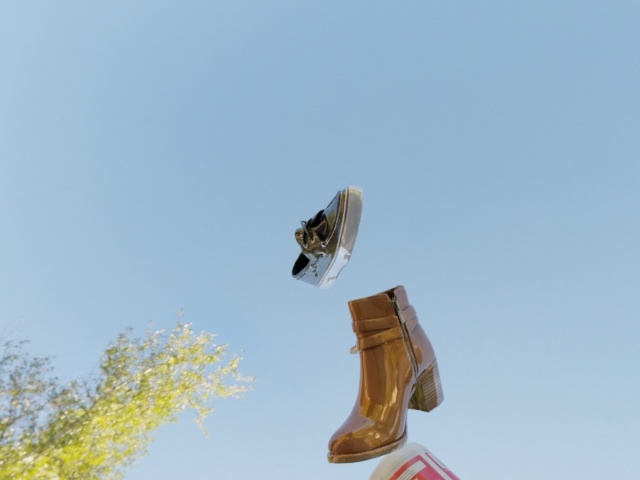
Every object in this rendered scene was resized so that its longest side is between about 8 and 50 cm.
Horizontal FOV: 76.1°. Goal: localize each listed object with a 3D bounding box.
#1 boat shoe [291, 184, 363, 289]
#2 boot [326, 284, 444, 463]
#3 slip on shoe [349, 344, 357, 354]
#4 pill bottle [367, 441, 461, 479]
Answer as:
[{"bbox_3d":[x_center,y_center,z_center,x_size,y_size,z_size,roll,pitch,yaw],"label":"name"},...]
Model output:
[{"bbox_3d":[0.000,0.000,0.578,0.076,0.228,0.080,10,-119,-7],"label":"boat shoe"},{"bbox_3d":[0.091,0.201,0.664,0.109,0.283,0.220,-22,-96,52],"label":"boot"},{"bbox_3d":[0.123,0.234,0.984,0.135,0.051,0.041,-36,-120,29],"label":"slip on shoe"},{"bbox_3d":[0.300,0.677,0.911,0.408,0.229,0.229,29,-80,52],"label":"pill bottle"}]
